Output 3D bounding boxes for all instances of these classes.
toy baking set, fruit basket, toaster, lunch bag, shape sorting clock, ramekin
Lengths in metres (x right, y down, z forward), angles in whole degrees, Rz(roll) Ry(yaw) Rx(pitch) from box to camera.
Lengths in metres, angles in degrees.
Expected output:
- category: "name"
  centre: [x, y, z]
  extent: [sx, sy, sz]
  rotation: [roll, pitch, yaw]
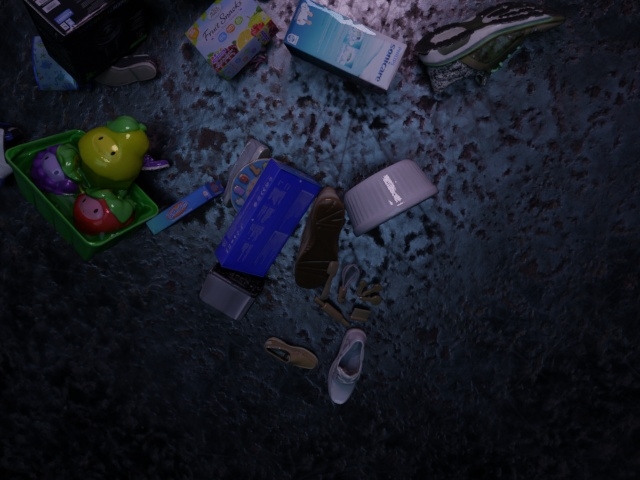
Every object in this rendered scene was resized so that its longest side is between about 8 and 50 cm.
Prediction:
- category: "toy baking set"
  centre: [0.082, 0.169, 1.491]
  extent: [0.256, 0.030, 0.197]
  rotation: [38, 107, -25]
- category: "fruit basket"
  centre: [-0.638, -0.179, 1.315]
  extent: [0.393, 0.283, 0.391]
  rotation: [17, 125, 25]
- category: "toaster"
  centre: [-0.266, 0.148, 1.462]
  extent: [0.186, 0.168, 0.110]
  rotation: [31, 105, -4]
- category: "lunch bag"
  centre: [-0.757, -0.517, 1.363]
  extent: [0.129, 0.096, 0.151]
  rotation: [-1, 113, 3]
- category: "shape sorting clock"
  centre: [-0.171, -0.148, 1.414]
  extent: [0.207, 0.040, 0.206]
  rotation: [-15, 125, -21]
- category: "ramekin"
  centre: [0.189, -0.125, 1.334]
  extent: [0.273, 0.273, 0.127]
  rotation: [-29, 88, 9]

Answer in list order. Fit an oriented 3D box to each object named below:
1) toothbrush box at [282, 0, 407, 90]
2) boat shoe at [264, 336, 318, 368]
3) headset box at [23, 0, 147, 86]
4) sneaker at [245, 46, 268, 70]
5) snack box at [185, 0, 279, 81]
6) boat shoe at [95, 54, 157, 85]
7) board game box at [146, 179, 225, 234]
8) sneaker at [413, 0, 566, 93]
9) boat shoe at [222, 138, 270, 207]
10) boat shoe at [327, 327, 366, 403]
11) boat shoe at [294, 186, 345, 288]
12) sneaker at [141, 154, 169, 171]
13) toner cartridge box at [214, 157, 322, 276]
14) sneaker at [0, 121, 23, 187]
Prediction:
- category: "toothbrush box"
  centre: [0.066, -0.515, 1.266]
  extent: [0.296, 0.216, 0.126]
  rotation: [23, 104, -4]
- category: "boat shoe"
  centre: [-0.100, 0.388, 1.556]
  extent: [0.190, 0.072, 0.068]
  rotation: [21, 103, -3]
- category: "headset box"
  centre: [-0.596, -0.572, 1.225]
  extent: [0.131, 0.283, 0.246]
  rotation: [44, 71, -8]
- category: "sneaker"
  centre: [-0.208, -0.522, 1.367]
  extent: [0.120, 0.047, 0.057]
  rotation: [-17, 113, 8]
- category: "snack box"
  centre: [-0.249, -0.584, 1.311]
  extent: [0.207, 0.070, 0.174]
  rotation: [-40, 75, 9]
- category: "boat shoe"
  centre: [-0.580, -0.511, 1.386]
  extent: [0.206, 0.075, 0.064]
  rotation: [-3, 60, 8]
- category: "board game box"
  centre: [-0.401, -0.103, 1.411]
  extent: [0.210, 0.160, 0.047]
  rotation: [-32, 99, 8]
- category: "sneaker"
  centre: [0.471, -0.534, 1.311]
  extent: [0.411, 0.158, 0.182]
  rotation: [-17, 133, 4]
- category: "boat shoe"
  centre: [-0.242, -0.207, 1.431]
  extent: [0.081, 0.079, 0.227]
  rotation: [40, 105, 18]
- category: "boat shoe"
  centre: [0.084, 0.430, 1.546]
  extent: [0.098, 0.096, 0.276]
  rotation: [13, 104, -1]
- category: "boat shoe"
  centre: [0.000, 0.000, 1.446]
  extent: [0.122, 0.110, 0.340]
  rotation: [12, 121, -11]
- category: "sneaker"
  centre: [-0.549, -0.250, 1.432]
  extent: [0.170, 0.068, 0.071]
  rotation: [9, 98, 1]
- category: "toner cartridge box"
  centre: [-0.160, -0.060, 1.404]
  extent: [0.165, 0.075, 0.347]
  rotation: [20, 111, -42]
- category: "sneaker"
  centre: [-1.016, -0.326, 1.414]
  extent: [0.182, 0.127, 0.315]
  rotation: [-30, 107, 5]
